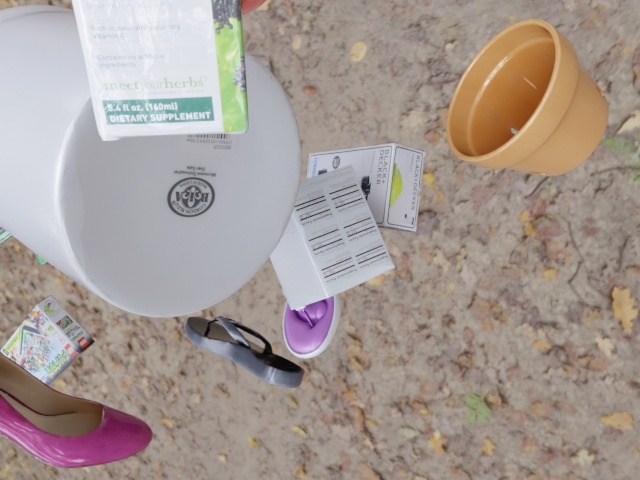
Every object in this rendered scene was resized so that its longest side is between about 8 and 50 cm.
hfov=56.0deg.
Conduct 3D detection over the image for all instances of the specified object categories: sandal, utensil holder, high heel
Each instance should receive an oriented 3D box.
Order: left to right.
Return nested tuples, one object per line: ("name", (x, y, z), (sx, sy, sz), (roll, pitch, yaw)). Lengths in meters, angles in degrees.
("high heel", (-0.436, 0.253, 0.964), (0.181, 0.377, 0.127), (-66, 31, 16))
("utensil holder", (-0.261, -0.111, 0.756), (0.385, 0.327, 0.328), (24, 126, 40))
("sandal", (-0.119, 0.165, 0.970), (0.254, 0.097, 0.055), (17, 91, 39))
("sandal", (-0.035, 0.102, 1.526), (0.169, 0.416, 0.102), (-22, 134, 30))

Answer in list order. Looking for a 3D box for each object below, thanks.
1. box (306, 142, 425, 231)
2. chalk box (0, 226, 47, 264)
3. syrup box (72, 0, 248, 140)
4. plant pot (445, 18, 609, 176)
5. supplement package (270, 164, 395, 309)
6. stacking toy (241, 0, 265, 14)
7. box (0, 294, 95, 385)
("box", (0.083, -0.110, 1.281), (0.290, 0.087, 0.169), (7, 88, 54))
("chalk box", (-0.526, -0.100, 1.030), (0.180, 0.179, 0.289), (-26, 104, 26))
("syrup box", (-0.095, -0.186, 0.343), (0.093, 0.096, 0.237), (-4, 125, -6))
("plant pot", (0.422, -0.257, 1.195), (0.203, 0.291, 0.291), (20, 133, -25))
("supplement package", (0.000, 0.000, 1.120), (0.203, 0.149, 0.194), (67, 155, 3))
("stacking toy", (-0.222, -0.506, 1.125), (0.350, 0.480, 0.351), (20, 152, 12))
("box", (-0.501, 0.192, 1.098), (0.114, 0.036, 0.207), (48, 128, -4))
